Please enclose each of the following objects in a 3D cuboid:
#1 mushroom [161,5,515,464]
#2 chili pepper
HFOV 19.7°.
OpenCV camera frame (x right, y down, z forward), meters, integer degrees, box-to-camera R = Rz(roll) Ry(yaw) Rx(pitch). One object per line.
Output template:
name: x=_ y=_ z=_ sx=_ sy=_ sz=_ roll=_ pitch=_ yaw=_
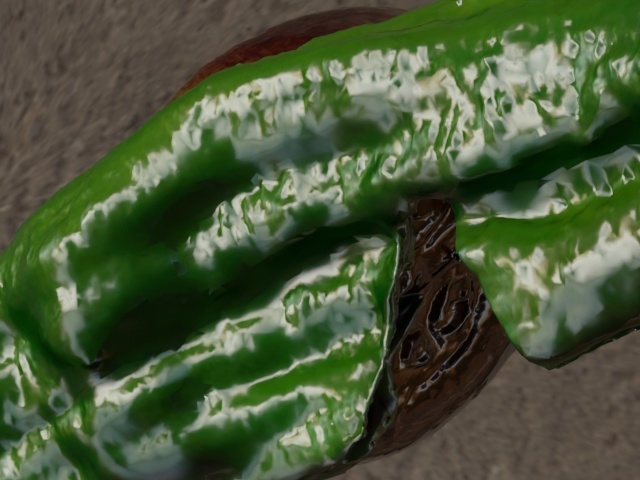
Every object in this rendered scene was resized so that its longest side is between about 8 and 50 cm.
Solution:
mushroom: x=0.005 y=0.013 z=0.956 sx=0.297 sy=0.278 sz=0.163 roll=-6 pitch=47 yaw=-44
chili pepper: x=0.001 y=0.004 z=0.444 sx=0.253 sy=0.083 sz=0.099 roll=-28 pitch=80 yaw=30
